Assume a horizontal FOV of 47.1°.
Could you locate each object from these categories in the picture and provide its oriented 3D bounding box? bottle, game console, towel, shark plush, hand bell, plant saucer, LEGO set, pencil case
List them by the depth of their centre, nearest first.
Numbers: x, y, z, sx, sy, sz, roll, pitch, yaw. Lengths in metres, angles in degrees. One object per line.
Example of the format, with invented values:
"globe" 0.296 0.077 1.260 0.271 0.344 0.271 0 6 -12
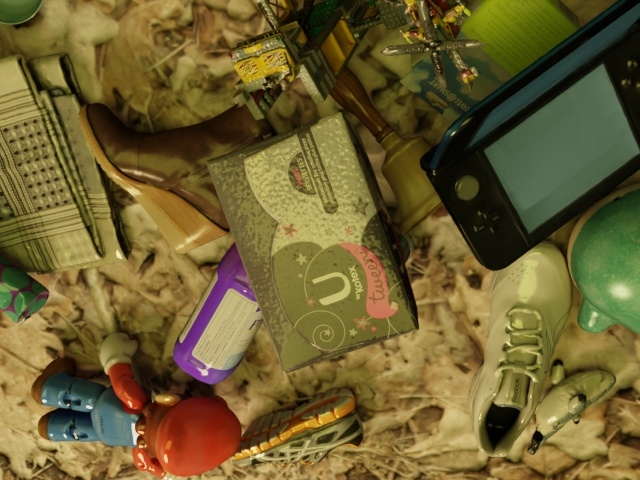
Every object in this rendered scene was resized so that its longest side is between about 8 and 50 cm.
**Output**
"LEGO set" 0.001 -0.262 0.750 0.331 0.192 0.255 -1 133 29
"game console" 0.267 -0.113 0.752 0.293 0.173 0.250 -36 114 -1
"hand bell" 0.074 -0.138 0.908 0.126 0.126 0.242 -41 83 21
"plant saucer" -0.410 -0.347 0.965 0.119 0.021 0.119 3 109 10
"bottle" -0.097 0.057 0.984 0.092 0.118 0.283 32 109 3
"shark plush" 0.333 0.240 0.991 0.067 0.073 0.161 14 108 -25
"towel" -0.456 -0.087 1.044 0.324 0.056 0.312 -10 106 14
"pencil case" -0.469 0.055 1.049 0.151 0.064 0.070 39 102 -5

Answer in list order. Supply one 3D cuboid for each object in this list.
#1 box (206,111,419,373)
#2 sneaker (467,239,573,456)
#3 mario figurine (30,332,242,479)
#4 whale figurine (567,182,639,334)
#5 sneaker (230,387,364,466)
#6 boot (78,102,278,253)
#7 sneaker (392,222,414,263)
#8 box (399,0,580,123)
"box" 0.000 0.000 0.832 0.163 0.142 0.247 -19 92 8
"sneaker" 0.257 0.143 0.933 0.111 0.129 0.297 9 108 11
"mario figurine" -0.260 0.259 1.107 0.320 0.170 0.198 7 146 20
"whale figurine" 0.412 0.065 0.866 0.216 0.141 0.272 -28 108 15
"sneaker" -0.035 0.293 1.070 0.215 0.084 0.083 -24 107 17
"boot" -0.173 -0.128 0.972 0.207 0.090 0.248 -37 96 8
"sneaker" 0.027 0.067 0.971 0.083 0.098 0.224 42 111 -4
"box" 0.188 -0.217 0.835 0.109 0.042 0.178 32 132 -25
